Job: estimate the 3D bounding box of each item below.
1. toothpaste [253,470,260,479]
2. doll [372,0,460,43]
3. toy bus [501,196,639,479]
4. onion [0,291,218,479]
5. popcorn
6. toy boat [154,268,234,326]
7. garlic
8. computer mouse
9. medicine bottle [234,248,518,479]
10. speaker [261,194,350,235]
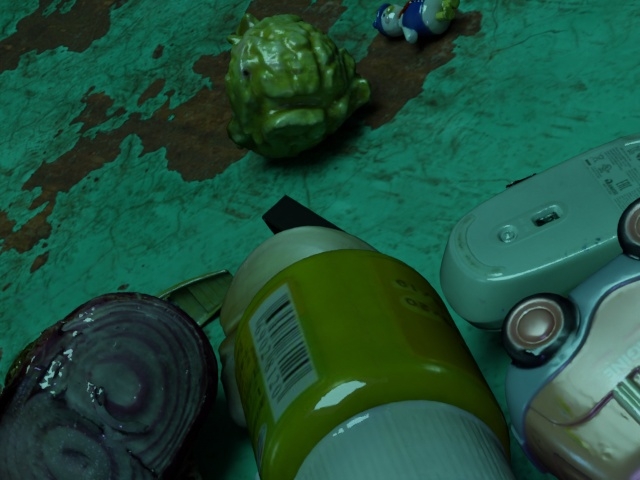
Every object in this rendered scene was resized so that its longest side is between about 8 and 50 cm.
[{"bbox_3d":[-0.032,0.308,1.437,0.067,0.043,0.194,-27,43,12],"label":"toothpaste"},{"bbox_3d":[0.124,-0.298,1.953,0.143,0.057,0.099,-3,49,46],"label":"doll"},{"bbox_3d":[0.305,0.116,1.235,0.287,0.194,0.232,-38,44,-1],"label":"toy bus"},{"bbox_3d":[-0.228,0.184,1.586,0.256,0.272,0.230,-20,28,31],"label":"onion"},{"bbox_3d":[-0.048,-0.202,1.891,0.167,0.185,0.187,-35,23,-27],"label":"popcorn"},{"bbox_3d":[-0.174,0.092,1.769,0.172,0.065,0.066,-37,21,3],"label":"toy boat"},{"bbox_3d":[-0.013,0.079,1.587,0.228,0.110,0.217,-20,55,14],"label":"garlic"},{"bbox_3d":[0.258,0.000,1.477,0.288,0.097,0.159,-24,35,0],"label":"computer mouse"},{"bbox_3d":[0.054,0.182,1.304,0.224,0.224,0.384,-34,27,5],"label":"medicine bottle"},{"bbox_3d":[0.000,0.000,1.742,0.046,0.040,0.191,-43,35,-10],"label":"speaker"}]
